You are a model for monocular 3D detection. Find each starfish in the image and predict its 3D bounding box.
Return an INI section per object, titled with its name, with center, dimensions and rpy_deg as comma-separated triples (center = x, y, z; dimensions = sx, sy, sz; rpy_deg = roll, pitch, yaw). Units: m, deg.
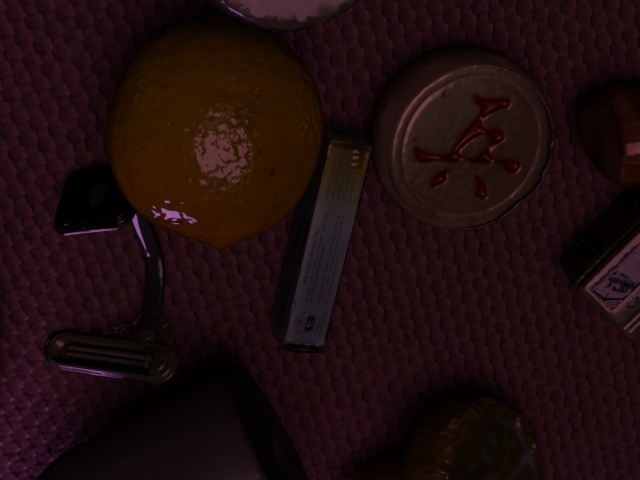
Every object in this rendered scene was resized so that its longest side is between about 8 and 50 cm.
[starfish]
center = -0.258, 0.125, 1.825
dimensions = 0.086, 0.016, 0.092
rpy_deg = 17, 115, -18

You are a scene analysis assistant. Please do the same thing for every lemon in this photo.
[lemon]
center = -0.130, -0.133, 1.598
dimensions = 0.293, 0.293, 0.293
rpy_deg = -4, 113, -8

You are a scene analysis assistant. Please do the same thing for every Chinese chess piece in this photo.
[Chinese chess piece]
center = 0.189, -0.137, 1.744
dimensions = 0.250, 0.103, 0.249
rpy_deg = -4, 113, -10

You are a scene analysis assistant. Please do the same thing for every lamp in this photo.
[lamp]
center = -0.301, 0.045, 1.749
dimensions = 0.203, 0.124, 0.283
rpy_deg = -3, 118, 14

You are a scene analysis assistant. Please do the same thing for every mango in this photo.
[mango]
center = 0.129, 0.405, 1.958
dimensions = 0.219, 0.112, 0.144
rpy_deg = 26, 113, -21

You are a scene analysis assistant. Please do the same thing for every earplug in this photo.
[earplug]
center = -0.222, 0.386, 1.789
dimensions = 0.394, 0.312, 0.312
rpy_deg = -25, 115, 4

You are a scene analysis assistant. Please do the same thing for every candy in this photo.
[candy]
center = 0.222, 0.354, 1.897
dimensions = 0.260, 0.118, 0.259
rpy_deg = 2, 86, -42

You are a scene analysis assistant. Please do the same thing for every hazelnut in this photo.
[hazelnut]
center = 0.426, -0.148, 1.751
dimensions = 0.150, 0.150, 0.150
rpy_deg = -4, 113, -8

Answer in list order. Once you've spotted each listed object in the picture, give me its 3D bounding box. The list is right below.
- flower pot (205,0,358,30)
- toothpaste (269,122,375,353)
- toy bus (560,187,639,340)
[flower pot]
center = -0.052, -0.377, 1.476
dimensions = 0.294, 0.330, 0.293
rpy_deg = -4, 115, -8
[toothpaste]
center = 0.000, 0.000, 1.777
dimensions = 0.071, 0.089, 0.312
rpy_deg = 6, 111, -20
[toy bus]
center = 0.486, -0.011, 1.831
dimensions = 0.157, 0.139, 0.289
rpy_deg = 40, 105, -17
